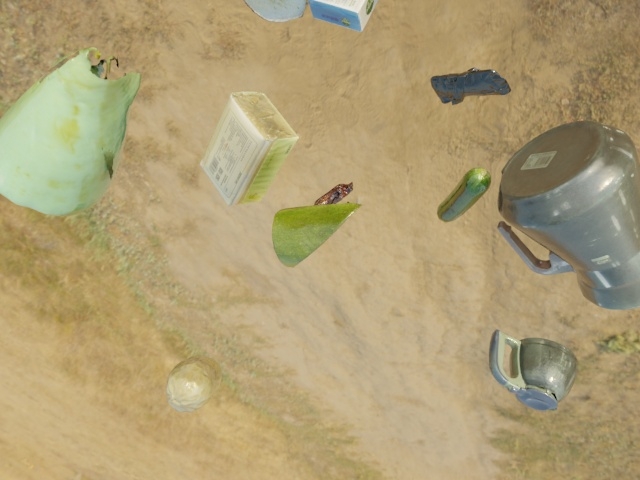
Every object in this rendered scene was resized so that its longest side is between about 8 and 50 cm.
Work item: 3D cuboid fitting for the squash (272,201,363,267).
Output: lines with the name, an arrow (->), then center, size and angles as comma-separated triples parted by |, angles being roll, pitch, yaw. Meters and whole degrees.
squash -> 0.000, 0.000, 1.178 | 0.252, 0.093, 0.170 | -2, 119, 30

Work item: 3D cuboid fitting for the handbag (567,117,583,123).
handbag -> 0.856, -0.314, 1.560 | 0.059, 0.212, 0.157 | 10, 131, 34

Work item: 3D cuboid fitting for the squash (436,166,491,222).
squash -> 0.344, -0.105, 1.103 | 0.066, 0.066, 0.229 | 25, 158, 1

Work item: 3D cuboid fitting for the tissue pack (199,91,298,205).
tissue pack -> -0.180, -0.218, 1.112 | 0.159, 0.125, 0.234 | 53, 132, 17

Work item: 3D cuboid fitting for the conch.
conch -> -0.285, -0.134, 0.530 | 0.250, 0.143, 0.137 | -45, 73, 24

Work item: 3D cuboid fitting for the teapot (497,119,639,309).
teapot -> 0.523, -0.035, 0.925 | 0.344, 0.253, 0.300 | 45, 145, -19

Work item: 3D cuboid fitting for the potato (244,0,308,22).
potato -> -0.112, -0.847, 1.414 | 0.246, 0.196, 0.299 | 31, 158, -12

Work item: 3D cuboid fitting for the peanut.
peanut -> -0.240, 0.274, 0.880 | 0.090, 0.099, 0.214 | 5, 173, -1

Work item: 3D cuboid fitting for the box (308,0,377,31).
box -> 0.075, -0.618, 1.090 | 0.139, 0.194, 0.073 | 25, 173, 17

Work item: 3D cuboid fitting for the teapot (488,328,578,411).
teapot -> 0.374, 0.229, 0.792 | 0.111, 0.108, 0.149 | -18, 121, 46

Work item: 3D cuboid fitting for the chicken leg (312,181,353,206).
chicken leg -> 0.021, -0.133, 1.538 | 0.048, 0.219, 0.089 | 56, 178, 8

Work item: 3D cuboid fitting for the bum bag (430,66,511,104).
bum bag -> 0.472, -0.496, 1.453 | 0.248, 0.060, 0.123 | 3, 155, 42
